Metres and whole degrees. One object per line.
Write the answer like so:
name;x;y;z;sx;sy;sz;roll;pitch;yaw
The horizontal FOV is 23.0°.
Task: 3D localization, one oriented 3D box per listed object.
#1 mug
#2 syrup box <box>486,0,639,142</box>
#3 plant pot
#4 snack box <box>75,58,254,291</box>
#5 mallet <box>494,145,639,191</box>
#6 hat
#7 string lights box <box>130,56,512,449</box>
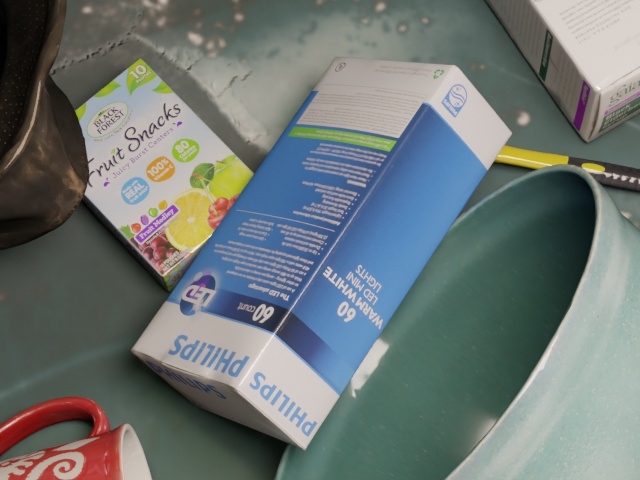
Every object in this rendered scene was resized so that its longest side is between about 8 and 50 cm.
mug;-0.196;0.186;1.031;0.169;0.150;0.113;-13;107;1
syrup box;0.172;-0.199;1.148;0.093;0.096;0.237;-30;73;-7
plant pot;0.135;0.127;0.959;0.196;0.293;0.293;38;74;-14
snack box;-0.120;-0.048;1.131;0.100;0.037;0.141;-41;74;-13
mallet;0.171;-0.064;1.136;0.190;0.039;0.062;4;68;-2
hat;-0.240;-0.063;1.063;0.331;0.134;0.331;-28;43;30
string lights box;0.000;0.000;1.057;0.133;0.077;0.259;13;64;52
